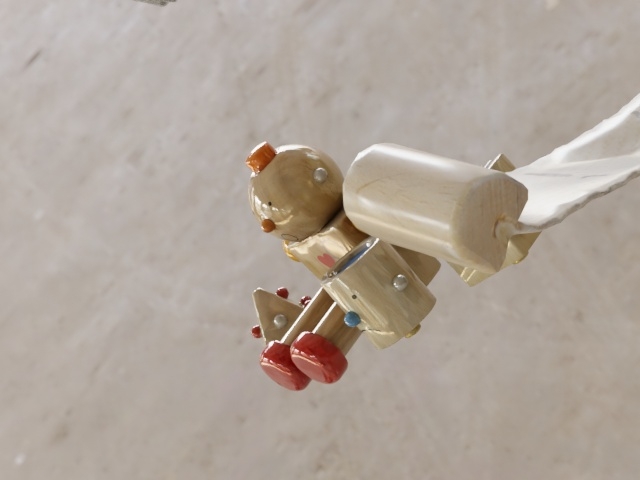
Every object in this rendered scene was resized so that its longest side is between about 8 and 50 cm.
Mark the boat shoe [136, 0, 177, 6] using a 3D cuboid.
[{"bbox_3d":[-0.108,-0.098,0.354,0.083,0.226,0.075,15,100,30],"label":"boat shoe"}]

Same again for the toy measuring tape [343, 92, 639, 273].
[{"bbox_3d":[0.130,-0.093,0.447,0.330,0.121,0.121,-22,11,-39],"label":"toy measuring tape"}]

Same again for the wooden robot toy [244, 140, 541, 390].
[{"bbox_3d":[0.000,0.000,0.604,0.076,0.079,0.173,-46,11,-28],"label":"wooden robot toy"}]
